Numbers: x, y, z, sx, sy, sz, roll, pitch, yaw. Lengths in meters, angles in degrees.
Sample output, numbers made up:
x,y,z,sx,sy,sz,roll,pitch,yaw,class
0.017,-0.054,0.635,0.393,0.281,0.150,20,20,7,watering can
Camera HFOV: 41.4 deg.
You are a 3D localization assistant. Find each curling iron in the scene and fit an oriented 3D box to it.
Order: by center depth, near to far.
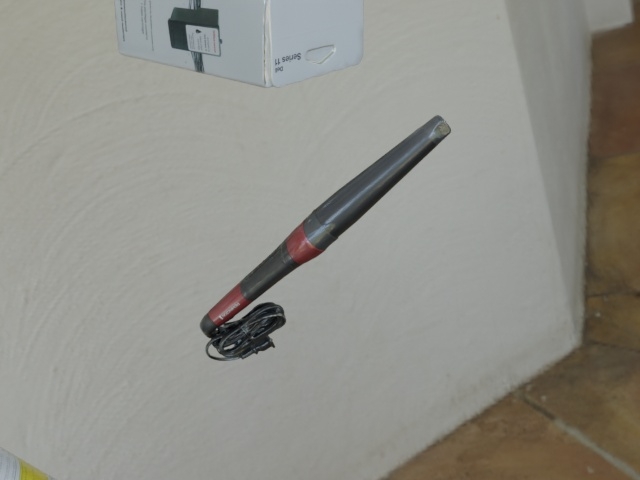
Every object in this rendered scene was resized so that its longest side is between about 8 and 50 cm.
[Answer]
x,y,z,sx,sy,sz,roll,pitch,yaw,class
0.000,0.000,0.680,0.274,0.068,0.035,-47,50,18,curling iron

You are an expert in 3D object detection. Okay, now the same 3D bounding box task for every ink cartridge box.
x,y,z,sx,sy,sz,roll,pitch,yaw,class
-0.080,-0.222,0.845,0.208,0.086,0.153,19,31,33,ink cartridge box

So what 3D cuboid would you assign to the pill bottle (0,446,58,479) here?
x,y,z,sx,sy,sz,roll,pitch,yaw,class
-0.297,0.212,0.694,0.103,0.184,0.103,-30,35,24,pill bottle
